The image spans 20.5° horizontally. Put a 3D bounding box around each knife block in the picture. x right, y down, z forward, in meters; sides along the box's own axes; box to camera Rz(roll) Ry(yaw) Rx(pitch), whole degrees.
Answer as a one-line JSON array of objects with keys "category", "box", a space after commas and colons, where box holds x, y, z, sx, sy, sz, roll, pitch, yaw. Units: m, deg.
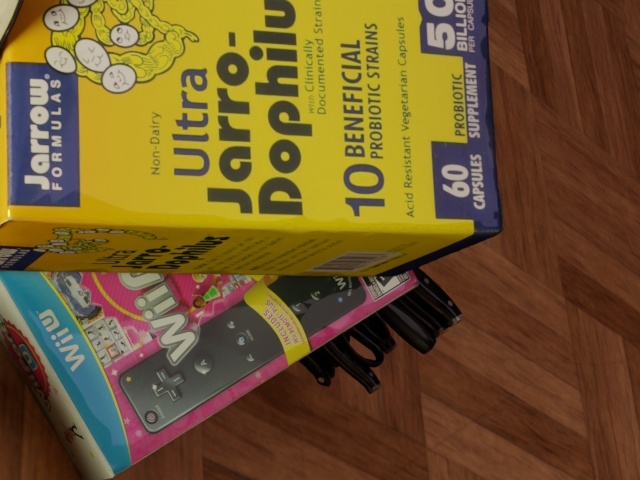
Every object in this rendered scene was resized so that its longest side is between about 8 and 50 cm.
[{"category": "knife block", "box": [0.000, 0.000, 1.553, 0.088, 0.242, 0.276, -65, 155, -54]}]

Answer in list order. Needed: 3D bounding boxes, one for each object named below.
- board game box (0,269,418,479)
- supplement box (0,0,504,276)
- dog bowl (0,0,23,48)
[{"category": "board game box", "box": [-0.105, 0.020, 1.401, 0.303, 0.097, 0.224, -31, 92, -24]}, {"category": "supplement box", "box": [-0.072, -0.085, 1.275, 0.356, 0.195, 0.194, 1, 79, -21]}, {"category": "dog bowl", "box": [-0.382, -0.224, 1.068, 0.408, 0.408, 0.150, 34, 22, -38]}]
